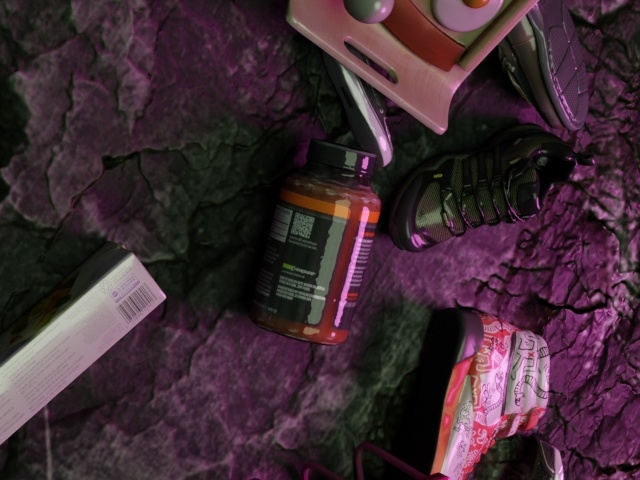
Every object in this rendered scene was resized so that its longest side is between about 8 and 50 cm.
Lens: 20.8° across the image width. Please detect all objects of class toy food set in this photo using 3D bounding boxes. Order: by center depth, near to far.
[{"bbox_3d":[0.141,-0.271,1.692,0.220,0.092,0.306,34,112,-27],"label":"toy food set"}]

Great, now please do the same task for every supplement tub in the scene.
[{"bbox_3d":[0.000,0.000,1.757,0.106,0.106,0.198,12,96,-31],"label":"supplement tub"}]

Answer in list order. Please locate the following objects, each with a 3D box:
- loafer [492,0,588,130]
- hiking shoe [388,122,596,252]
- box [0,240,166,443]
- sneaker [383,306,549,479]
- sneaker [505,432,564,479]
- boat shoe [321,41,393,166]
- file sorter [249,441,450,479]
[{"bbox_3d":[0.210,-0.234,1.849,0.096,0.084,0.267,-55,131,-44],"label":"loafer"},{"bbox_3d":[0.177,-0.055,1.839,0.227,0.114,0.086,-32,115,-20],"label":"hiking shoe"},{"bbox_3d":[-0.290,0.129,1.648,0.324,0.063,0.067,-43,117,-14],"label":"box"},{"bbox_3d":[0.167,0.216,1.913,0.145,0.090,0.270,15,92,-29],"label":"sneaker"},{"bbox_3d":[0.217,0.304,1.978,0.077,0.072,0.178,17,88,-21],"label":"sneaker"},{"bbox_3d":[0.048,-0.143,1.784,0.040,0.049,0.142,-33,114,-20],"label":"boat shoe"},{"bbox_3d":[-0.025,0.350,1.783,0.291,0.182,0.202,-16,108,-27],"label":"file sorter"}]
